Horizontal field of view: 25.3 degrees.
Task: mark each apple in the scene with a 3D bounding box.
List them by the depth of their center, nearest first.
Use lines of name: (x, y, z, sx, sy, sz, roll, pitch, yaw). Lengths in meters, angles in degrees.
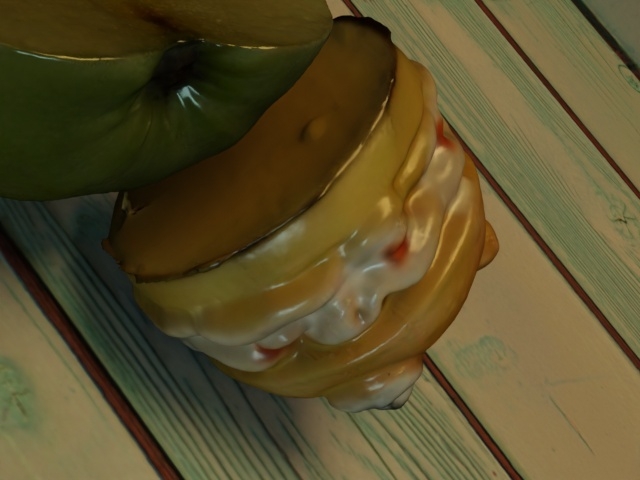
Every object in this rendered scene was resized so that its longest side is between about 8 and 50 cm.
apple: (-0.193, -0.177, 0.960, 0.360, 0.320, 0.311, 43, -7, 31)

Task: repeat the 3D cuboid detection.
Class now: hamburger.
hamburger: (0.000, 0.000, 1.070, 0.237, 0.276, 0.276, 51, 22, -34)
